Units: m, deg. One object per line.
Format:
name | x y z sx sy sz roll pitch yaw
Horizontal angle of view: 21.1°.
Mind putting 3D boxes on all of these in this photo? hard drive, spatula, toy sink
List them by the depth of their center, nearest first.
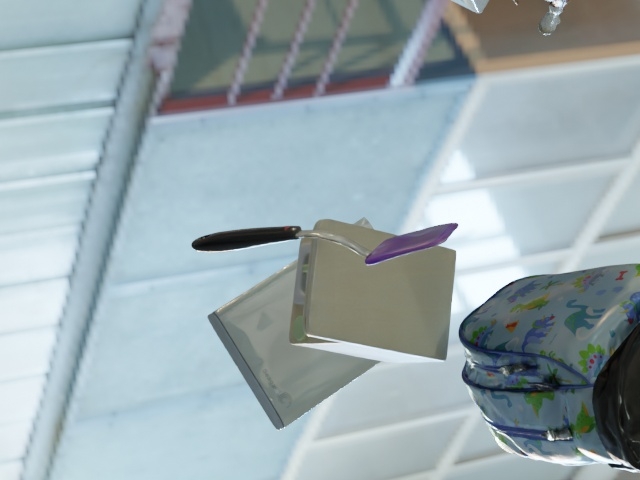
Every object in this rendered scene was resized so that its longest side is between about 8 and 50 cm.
spatula | 0.000 0.000 1.786 0.296 0.084 0.030 1 -71 22
toy sink | 0.045 0.069 2.241 0.131 0.234 0.153 -6 -105 52
hard drive | 0.003 0.123 2.620 0.203 0.307 0.040 58 -29 -1

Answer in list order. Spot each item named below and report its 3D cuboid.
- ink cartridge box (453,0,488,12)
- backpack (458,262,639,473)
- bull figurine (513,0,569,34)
ink cartridge box | 0.202 -0.460 2.330 0.121 0.211 0.289 29 -2 15
backpack | 0.339 0.158 2.159 0.273 0.290 0.355 50 -27 -4
bull figurine | 0.322 -0.362 2.144 0.101 0.310 0.188 58 -4 16
